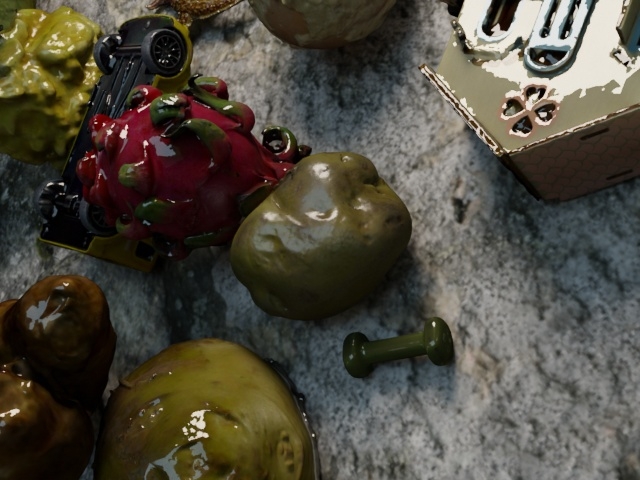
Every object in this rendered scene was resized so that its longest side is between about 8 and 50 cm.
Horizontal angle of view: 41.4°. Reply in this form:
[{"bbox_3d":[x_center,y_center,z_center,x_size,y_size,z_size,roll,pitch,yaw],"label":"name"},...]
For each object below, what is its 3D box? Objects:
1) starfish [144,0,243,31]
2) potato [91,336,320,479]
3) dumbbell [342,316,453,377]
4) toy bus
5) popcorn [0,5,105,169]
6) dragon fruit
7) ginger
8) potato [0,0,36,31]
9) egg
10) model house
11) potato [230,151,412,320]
[{"bbox_3d":[-0.186,-0.351,1.252,0.213,0.057,0.238,29,86,44],"label":"starfish"},{"bbox_3d":[-0.151,0.223,0.911,0.246,0.196,0.300,-50,52,3],"label":"potato"},{"bbox_3d":[0.082,0.115,0.901,0.118,0.046,0.052,-13,59,27],"label":"dumbbell"},{"bbox_3d":[-0.251,-0.131,1.141,0.145,0.151,0.331,10,78,45],"label":"toy bus"},{"bbox_3d":[-0.413,-0.229,1.238,0.249,0.225,0.249,-15,63,32],"label":"popcorn"},{"bbox_3d":[-0.142,-0.081,1.011,0.198,0.273,0.218,1,75,48],"label":"dragon fruit"},{"bbox_3d":[-0.335,0.188,0.946,0.418,0.176,0.254,-31,39,63],"label":"ginger"},{"bbox_3d":[-0.609,-0.441,1.482,0.330,0.212,0.280,-2,42,9],"label":"potato"},{"bbox_3d":[0.007,-0.346,1.041,0.203,0.203,0.245,0,49,32],"label":"egg"},{"bbox_3d":[0.228,-0.173,0.856,0.326,0.169,0.244,16,82,34],"label":"model house"},{"bbox_3d":[0.001,0.000,0.937,0.200,0.137,0.154,-42,63,4],"label":"potato"}]
